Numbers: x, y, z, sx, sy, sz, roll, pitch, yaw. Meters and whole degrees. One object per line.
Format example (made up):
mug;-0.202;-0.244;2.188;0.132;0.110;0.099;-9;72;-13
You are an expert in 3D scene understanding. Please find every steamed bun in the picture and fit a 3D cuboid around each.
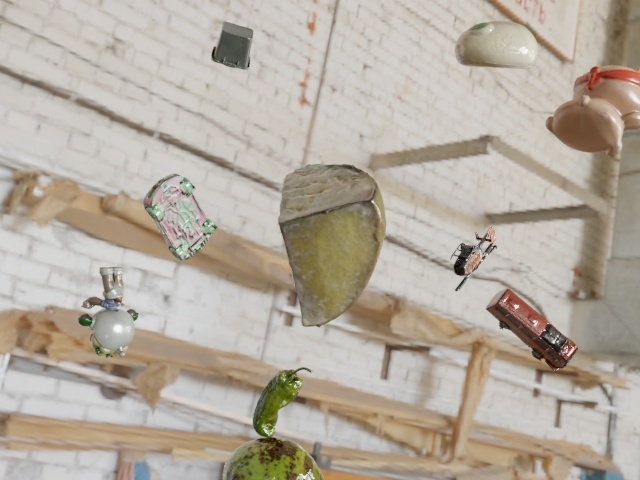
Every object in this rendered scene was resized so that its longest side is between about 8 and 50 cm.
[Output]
steamed bun;0.489;-0.544;2.252;0.228;0.130;0.177;8;15;16

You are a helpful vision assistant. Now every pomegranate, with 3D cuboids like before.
pomegranate;-0.089;0.503;1.716;0.204;0.221;0.276;-18;16;21

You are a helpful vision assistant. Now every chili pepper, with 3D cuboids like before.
chili pepper;-0.082;0.327;1.740;0.073;0.204;0.072;36;19;14

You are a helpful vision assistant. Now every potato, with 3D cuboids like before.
potato;0.037;0.003;1.541;0.190;0.264;0.211;-8;26;6

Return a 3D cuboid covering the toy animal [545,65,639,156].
toy animal;0.564;-0.266;1.621;0.171;0.197;0.171;33;-27;19

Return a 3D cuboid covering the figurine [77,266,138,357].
figurine;-0.451;0.155;1.733;0.094;0.197;0.147;-14;-8;40

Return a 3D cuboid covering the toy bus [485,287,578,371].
toy bus;0.505;0.212;1.930;0.235;0.073;0.096;40;-17;3

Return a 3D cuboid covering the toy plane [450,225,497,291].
toy plane;0.284;0.026;1.494;0.037;0.145;0.060;11;-39;46

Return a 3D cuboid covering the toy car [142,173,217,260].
toy car;-0.195;-0.033;1.100;0.055;0.069;0.142;29;-26;36

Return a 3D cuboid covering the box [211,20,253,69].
box;-0.183;-0.413;1.711;0.084;0.069;0.122;12;25;-11
